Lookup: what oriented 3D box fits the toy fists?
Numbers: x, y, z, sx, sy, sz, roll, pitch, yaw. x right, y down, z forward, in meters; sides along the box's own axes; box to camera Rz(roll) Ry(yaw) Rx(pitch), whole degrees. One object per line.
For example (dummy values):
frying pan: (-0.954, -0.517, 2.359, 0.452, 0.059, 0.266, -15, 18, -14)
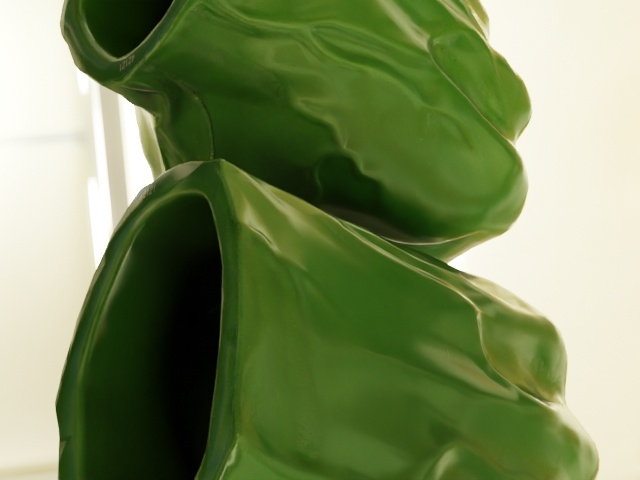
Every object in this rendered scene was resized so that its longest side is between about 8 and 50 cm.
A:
toy fists: (0.000, 0.000, 0.496, 0.096, 0.142, 0.279, -39, -139, 34)
